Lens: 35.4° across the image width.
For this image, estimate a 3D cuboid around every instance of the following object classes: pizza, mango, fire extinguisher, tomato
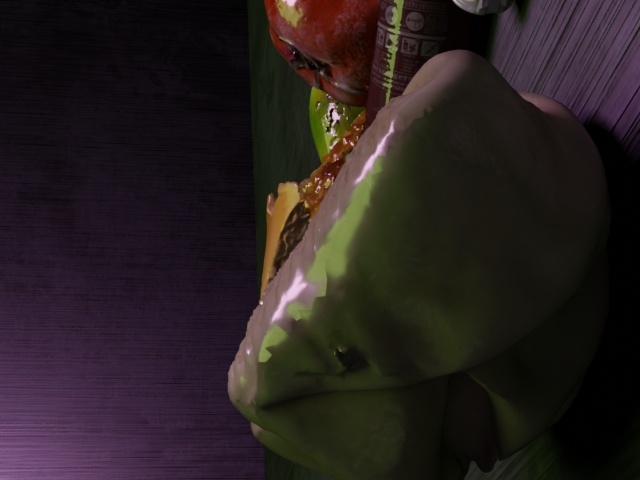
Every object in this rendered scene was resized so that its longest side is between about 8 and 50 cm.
[{"bbox_3d":[0.030,-0.096,1.385,0.197,0.058,0.292,-31,23,53],"label":"pizza"},{"bbox_3d":[0.041,-0.178,1.581,0.125,0.111,0.233,99,168,-58],"label":"mango"},{"bbox_3d":[0.128,-0.254,1.104,0.114,0.135,0.337,-30,-47,-50],"label":"fire extinguisher"},{"bbox_3d":[0.042,-0.293,1.332,0.188,0.232,0.232,-48,7,-7],"label":"tomato"}]

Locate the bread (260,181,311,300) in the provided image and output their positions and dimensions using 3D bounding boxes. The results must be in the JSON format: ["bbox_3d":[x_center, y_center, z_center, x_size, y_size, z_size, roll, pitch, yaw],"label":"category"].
[{"bbox_3d":[0.001,-0.012,1.600,0.211,0.183,0.224,-95,12,-64],"label":"bread"}]

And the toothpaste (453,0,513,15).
[{"bbox_3d":[0.173,-0.339,0.893,0.299,0.114,0.073,97,150,-51],"label":"toothpaste"}]

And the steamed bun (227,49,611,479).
[{"bbox_3d":[0.095,0.051,0.812,0.368,0.255,0.342,-55,1,16],"label":"steamed bun"}]
